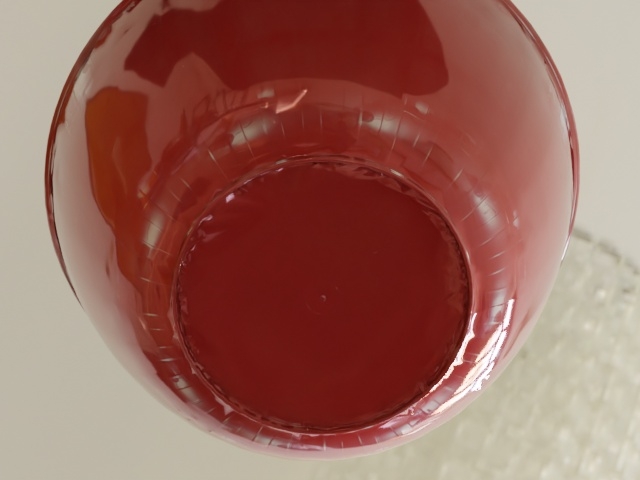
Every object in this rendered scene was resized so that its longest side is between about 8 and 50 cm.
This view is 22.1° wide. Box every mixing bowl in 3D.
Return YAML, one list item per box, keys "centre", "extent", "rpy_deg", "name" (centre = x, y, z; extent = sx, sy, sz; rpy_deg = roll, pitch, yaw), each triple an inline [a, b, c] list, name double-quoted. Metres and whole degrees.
- centre: [0.000, 0.000, 0.509]
  extent: [0.181, 0.098, 0.181]
  rpy_deg: [-1, -68, -2]
  name: "mixing bowl"
